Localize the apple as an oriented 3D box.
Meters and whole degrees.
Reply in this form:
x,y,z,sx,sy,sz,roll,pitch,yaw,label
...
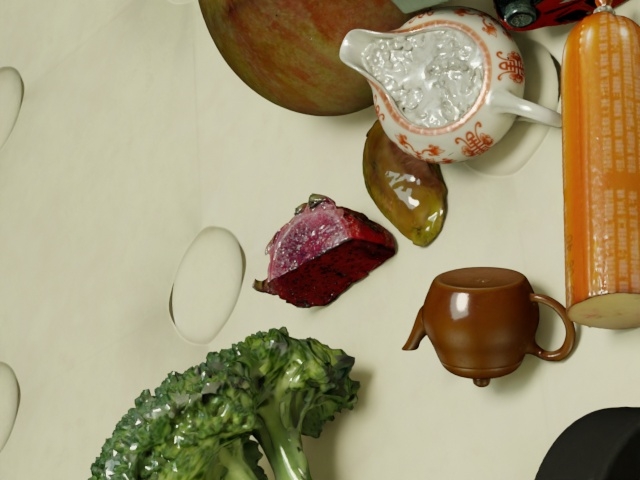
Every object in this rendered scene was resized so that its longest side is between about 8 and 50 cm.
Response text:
x,y,z,sx,sy,sz,roll,pitch,yaw,label
-0.011,-0.266,1.770,0.257,0.234,0.256,-19,64,43,apple

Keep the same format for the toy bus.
x,y,z,sx,sy,sz,roll,pitch,yaw,label
0.255,-0.264,1.555,0.195,0.089,0.081,-30,54,41,toy bus

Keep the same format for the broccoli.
x,y,z,sx,sy,sz,roll,pitch,yaw,label
-0.089,0.268,1.679,0.375,0.302,0.249,-53,10,-20,broccoli

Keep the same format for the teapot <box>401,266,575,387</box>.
x,y,z,sx,sy,sz,roll,pitch,yaw,label
0.156,0.087,1.535,0.173,0.116,0.116,3,76,24,teapot

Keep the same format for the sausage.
x,y,z,sx,sy,sz,roll,pitch,yaw,label
0.263,-0.081,1.472,0.093,0.093,0.312,-21,59,45,sausage

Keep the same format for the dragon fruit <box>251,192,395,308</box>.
x,y,z,sx,sy,sz,roll,pitch,yaw,label
0.000,0.000,1.759,0.147,0.102,0.096,-32,59,28,dragon fruit

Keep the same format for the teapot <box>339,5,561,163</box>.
x,y,z,sx,sy,sz,roll,pitch,yaw,label
0.139,-0.153,1.634,0.245,0.116,0.159,15,77,35,teapot

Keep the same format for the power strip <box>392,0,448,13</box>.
x,y,z,sx,sy,sz,roll,pitch,yaw,label
0.160,-0.360,1.582,0.261,0.141,0.229,-48,16,-12,power strip

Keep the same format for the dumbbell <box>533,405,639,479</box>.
x,y,z,sx,sy,sz,roll,pitch,yaw,label
0.326,0.226,1.179,0.322,0.204,0.203,-3,73,51,dumbbell

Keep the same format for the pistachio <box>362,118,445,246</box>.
x,y,z,sx,sy,sz,roll,pitch,yaw,label
0.079,-0.070,1.726,0.089,0.049,0.173,-41,47,35,pistachio
